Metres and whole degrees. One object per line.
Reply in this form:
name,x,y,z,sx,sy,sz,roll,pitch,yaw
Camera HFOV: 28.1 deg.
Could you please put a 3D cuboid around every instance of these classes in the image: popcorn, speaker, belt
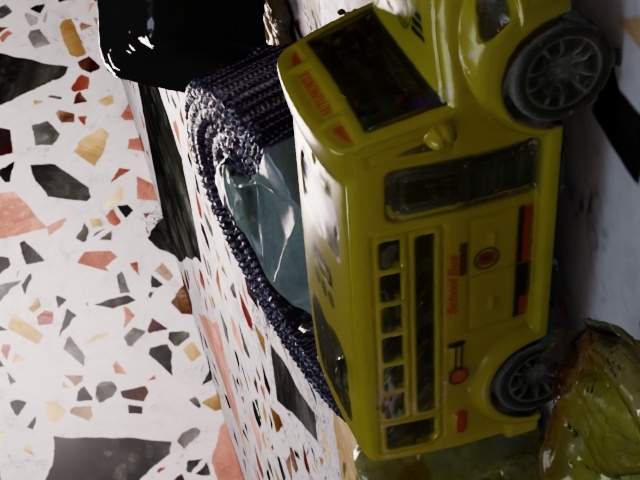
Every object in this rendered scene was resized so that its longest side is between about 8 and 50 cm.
popcorn,0.091,0.149,0.896,0.141,0.162,0.135,-48,39,28
speaker,-0.101,-0.305,1.172,0.180,0.184,0.388,-3,90,64
belt,0.000,0.000,1.028,0.324,0.122,0.260,64,162,0

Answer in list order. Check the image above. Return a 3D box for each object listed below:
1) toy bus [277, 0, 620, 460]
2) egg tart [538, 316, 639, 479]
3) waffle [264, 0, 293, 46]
toy bus,0.062,-0.029,0.740,0.144,0.152,0.330,-118,17,-48
egg tart,0.181,0.166,0.602,0.279,0.095,0.278,169,90,-81
waffle,-0.053,-0.236,1.294,0.092,0.021,0.135,114,140,-71
